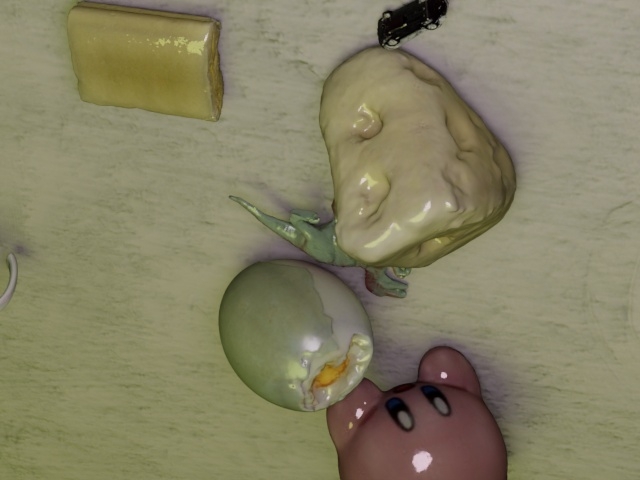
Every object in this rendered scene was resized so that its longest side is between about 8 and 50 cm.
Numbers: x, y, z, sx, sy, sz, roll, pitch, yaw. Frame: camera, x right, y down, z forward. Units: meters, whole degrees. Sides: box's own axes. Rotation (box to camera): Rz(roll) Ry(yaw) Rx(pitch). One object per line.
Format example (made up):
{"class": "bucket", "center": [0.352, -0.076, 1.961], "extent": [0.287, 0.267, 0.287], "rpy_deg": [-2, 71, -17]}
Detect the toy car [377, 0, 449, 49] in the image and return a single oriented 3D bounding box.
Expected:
{"class": "toy car", "center": [0.102, -0.240, 1.651], "extent": [0.093, 0.041, 0.025], "rpy_deg": [-19, 154, 33]}

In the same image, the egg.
{"class": "egg", "center": [-0.040, 0.110, 1.922], "extent": [0.217, 0.183, 0.183], "rpy_deg": [44, 146, 34]}

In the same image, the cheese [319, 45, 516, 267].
{"class": "cheese", "center": [0.113, -0.086, 1.724], "extent": [0.174, 0.251, 0.248], "rpy_deg": [-31, 152, 24]}

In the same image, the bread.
{"class": "bread", "center": [-0.203, -0.212, 1.774], "extent": [0.178, 0.060, 0.139], "rpy_deg": [10, 132, 12]}

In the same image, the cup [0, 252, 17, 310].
{"class": "cup", "center": [-0.508, 0.028, 2.048], "extent": [0.173, 0.142, 0.134], "rpy_deg": [-5, 128, 24]}

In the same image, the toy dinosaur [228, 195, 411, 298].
{"class": "toy dinosaur", "center": [0.000, 0.000, 1.896], "extent": [0.242, 0.053, 0.167], "rpy_deg": [9, 141, 0]}

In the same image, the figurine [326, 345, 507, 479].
{"class": "figurine", "center": [0.140, 0.303, 1.971], "extent": [0.270, 0.211, 0.261], "rpy_deg": [-16, 125, -13]}
